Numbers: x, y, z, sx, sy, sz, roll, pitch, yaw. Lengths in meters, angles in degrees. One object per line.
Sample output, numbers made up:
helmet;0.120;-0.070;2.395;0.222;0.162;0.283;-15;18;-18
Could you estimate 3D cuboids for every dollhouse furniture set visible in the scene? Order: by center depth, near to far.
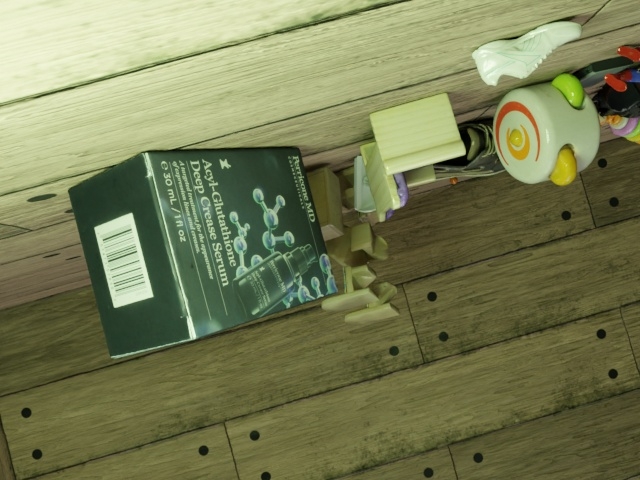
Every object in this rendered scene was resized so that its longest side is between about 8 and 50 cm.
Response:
dollhouse furniture set;0.000;0.000;1.885;0.256;0.362;0.394;-16;152;24

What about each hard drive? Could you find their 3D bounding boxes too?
hard drive;0.546;-0.332;1.469;0.094;0.022;0.135;-15;178;-14

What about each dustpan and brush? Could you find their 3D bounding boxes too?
dustpan and brush;0.184;-0.154;1.803;0.211;0.147;0.060;-18;-150;-32

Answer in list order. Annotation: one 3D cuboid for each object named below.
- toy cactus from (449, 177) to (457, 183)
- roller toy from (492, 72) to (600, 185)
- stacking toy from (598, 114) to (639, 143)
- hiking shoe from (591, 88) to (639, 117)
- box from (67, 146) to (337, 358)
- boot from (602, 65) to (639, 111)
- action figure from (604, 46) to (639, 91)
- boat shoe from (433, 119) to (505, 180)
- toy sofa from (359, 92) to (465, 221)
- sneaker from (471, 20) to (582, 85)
toy cactus;0.346;-0.226;1.871;0.218;0.112;0.180;1;156;-46
roller toy;0.441;-0.212;1.455;0.146;0.210;0.191;-14;-174;-19
stacking toy;0.886;-0.351;2.090;0.301;0.175;0.165;1;174;-24
hiking shoe;0.728;-0.348;1.810;0.114;0.086;0.227;-2;178;25
box;-0.190;0.008;1.290;0.211;0.294;0.395;-17;178;35
boot;0.702;-0.361;1.555;0.219;0.082;0.106;-28;-160;18
action figure;0.673;-0.309;1.383;0.280;0.139;0.092;-14;135;-40
boat shoe;0.360;-0.213;1.727;0.355;0.132;0.130;-17;178;-4
toy sofa;0.177;-0.150;1.444;0.150;0.177;0.362;-15;177;-1
sneaker;0.294;-0.262;1.029;0.152;0.061;0.053;-18;175;12
